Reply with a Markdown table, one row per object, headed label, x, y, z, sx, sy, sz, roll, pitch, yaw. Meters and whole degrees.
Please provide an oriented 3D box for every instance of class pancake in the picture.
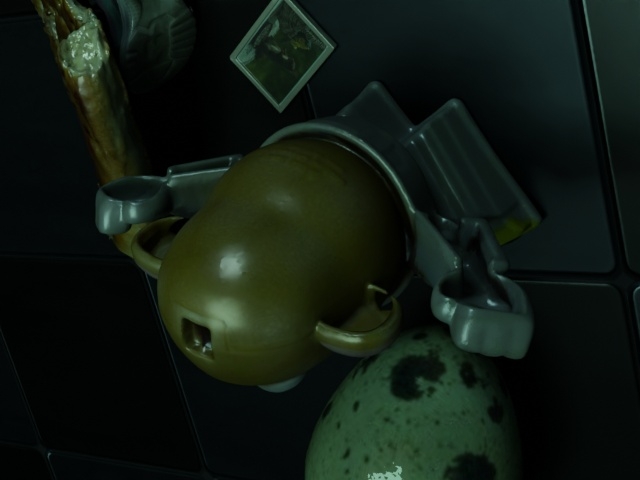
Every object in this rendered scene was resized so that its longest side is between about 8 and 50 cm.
| label | x | y | z | sx | sy | sz | roll | pitch | yaw |
| --- | --- | --- | --- | --- | --- | --- | --- | --- | --- |
| pancake | -0.209 | -0.122 | 1.140 | 0.244 | 0.057 | 0.266 | 57 | 161 | 21 |

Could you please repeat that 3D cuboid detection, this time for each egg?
| label | x | y | z | sx | sy | sz | roll | pitch | yaw |
| --- | --- | --- | --- | --- | --- | --- | --- | --- | --- |
| egg | 0.079 | 0.174 | 1.060 | 0.177 | 0.177 | 0.228 | 23 | 112 | 24 |

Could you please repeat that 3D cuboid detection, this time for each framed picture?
| label | x | y | z | sx | sy | sz | roll | pitch | yaw |
| --- | --- | --- | --- | --- | --- | --- | --- | --- | --- |
| framed picture | -0.032 | -0.153 | 1.059 | 0.066 | 0.006 | 0.089 | 48 | 133 | 3 |

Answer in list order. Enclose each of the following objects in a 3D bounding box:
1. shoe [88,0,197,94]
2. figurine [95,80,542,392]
| label | x | y | z | sx | sy | sz | roll | pitch | yaw |
| --- | --- | --- | --- | --- | --- | --- | --- | --- | --- |
| shoe | -0.163 | -0.207 | 1.088 | 0.099 | 0.071 | 0.169 | 36 | 144 | 35 |
| figurine | -0.001 | -0.001 | 0.938 | 0.342 | 0.285 | 0.167 | -7 | 110 | 37 |
